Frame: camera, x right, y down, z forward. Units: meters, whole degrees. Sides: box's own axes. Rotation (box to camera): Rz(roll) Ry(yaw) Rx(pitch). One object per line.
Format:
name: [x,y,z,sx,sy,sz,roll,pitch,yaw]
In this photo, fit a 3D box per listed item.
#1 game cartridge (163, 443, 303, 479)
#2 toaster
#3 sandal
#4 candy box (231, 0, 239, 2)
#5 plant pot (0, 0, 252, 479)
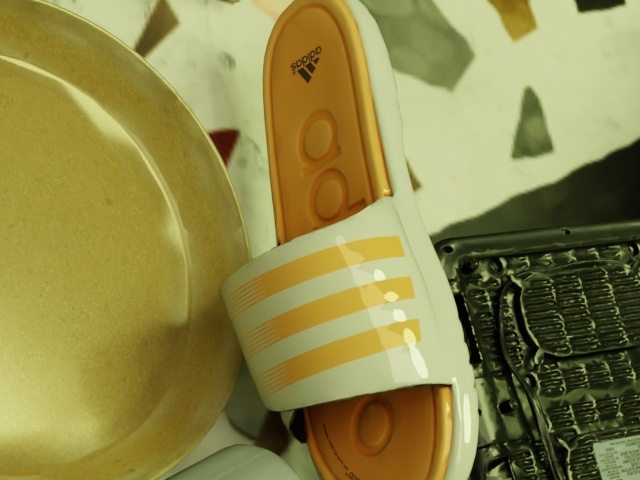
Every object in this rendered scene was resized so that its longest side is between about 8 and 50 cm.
game cartridge: [-0.018,0.238,0.726,0.196,0.060,0.294,-25,88,-51]
toaster: [0.106,0.085,0.850,0.186,0.110,0.168,-6,73,-31]
sandal: [-0.007,0.004,0.802,0.076,0.102,0.265,10,58,-41]
candy box: [-0.109,-0.197,0.883,0.187,0.053,0.109,14,63,-25]
plant pot: [-0.136,0.004,0.784,0.236,0.032,0.236,15,64,-32]
